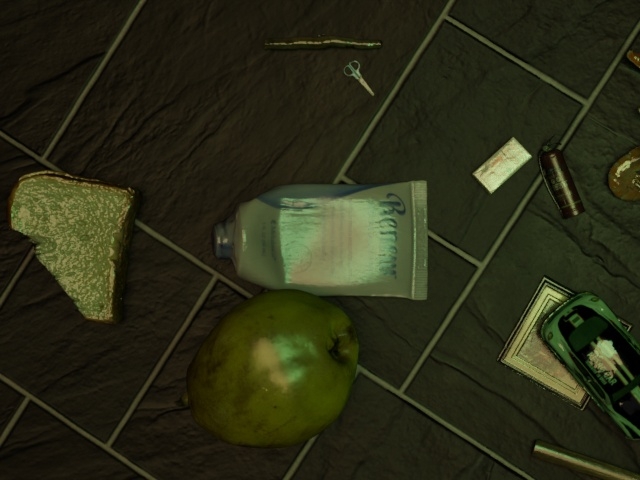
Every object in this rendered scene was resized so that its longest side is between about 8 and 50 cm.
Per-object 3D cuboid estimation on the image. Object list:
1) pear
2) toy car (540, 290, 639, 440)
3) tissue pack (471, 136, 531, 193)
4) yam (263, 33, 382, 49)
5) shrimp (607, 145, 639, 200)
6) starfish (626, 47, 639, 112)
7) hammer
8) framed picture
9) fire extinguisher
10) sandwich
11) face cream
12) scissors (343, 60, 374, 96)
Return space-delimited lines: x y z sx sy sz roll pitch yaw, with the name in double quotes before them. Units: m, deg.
"pear" -0.106 0.248 1.847 0.375 0.287 0.287 -21 88 16
"toy car" 0.547 0.239 1.847 0.136 0.125 0.306 -40 85 3
"tissue pack" 0.351 -0.144 1.927 0.108 0.023 0.056 -41 86 3
"yam" 0.004 -0.390 1.962 0.234 0.029 0.027 1 116 4
"shrimp" 0.624 -0.136 1.893 0.162 0.045 0.095 -34 87 2
"starfish" 0.705 -0.305 1.889 0.248 0.050 0.138 -6 91 -6
"hammer" 0.581 0.456 1.897 0.366 0.043 0.111 18 92 7
"framed picture" 0.471 0.198 1.920 0.199 0.010 0.195 30 92 4
"fire extinguisher" 0.458 -0.120 1.909 0.064 0.043 0.158 -25 85 47
"sandwich" -0.494 0.011 1.961 0.254 0.099 0.288 7 90 -1
"face cream" 0.000 0.000 1.928 0.421 0.137 0.234 0 88 -6
"scissors" 0.080 -0.316 1.962 0.036 0.006 0.083 -39 86 2
